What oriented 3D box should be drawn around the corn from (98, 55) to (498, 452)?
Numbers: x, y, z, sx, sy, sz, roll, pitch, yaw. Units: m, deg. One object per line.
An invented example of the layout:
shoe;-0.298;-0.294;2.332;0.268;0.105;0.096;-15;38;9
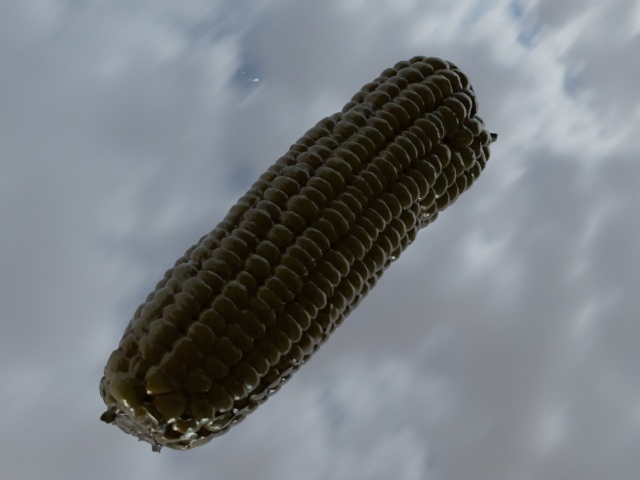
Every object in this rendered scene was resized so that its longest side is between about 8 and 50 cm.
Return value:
corn;-0.001;-0.004;0.425;0.313;0.102;0.102;-47;-67;-32
